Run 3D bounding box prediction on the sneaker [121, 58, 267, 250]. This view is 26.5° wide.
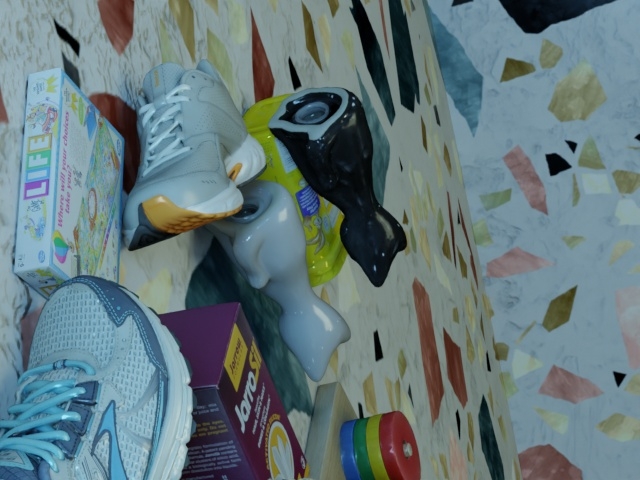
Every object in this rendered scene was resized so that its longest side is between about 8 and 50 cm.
[{"bbox_3d":[-0.118,-0.077,1.086,0.262,0.099,0.121,-75,144,-74],"label":"sneaker"}]

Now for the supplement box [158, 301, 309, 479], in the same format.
[{"bbox_3d":[-0.078,0.155,1.072,0.104,0.081,0.188,-78,154,-53],"label":"supplement box"}]

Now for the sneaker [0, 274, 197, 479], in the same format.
[{"bbox_3d":[-0.147,0.134,0.795,0.122,0.110,0.283,41,36,-49],"label":"sneaker"}]

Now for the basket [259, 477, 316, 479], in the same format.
[{"bbox_3d":[0.025,0.269,0.886,0.213,0.299,0.223,-43,137,-18],"label":"basket"}]

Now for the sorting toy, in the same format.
[{"bbox_3d":[0.071,0.317,1.449,0.257,0.089,0.255,-77,147,-55],"label":"sorting toy"}]

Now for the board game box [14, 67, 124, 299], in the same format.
[{"bbox_3d":[-0.172,-0.028,0.949,0.103,0.026,0.154,55,29,-58],"label":"board game box"}]

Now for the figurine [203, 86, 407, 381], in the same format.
[{"bbox_3d":[0.000,0.000,1.298,0.215,0.092,0.209,-56,133,-33],"label":"figurine"}]

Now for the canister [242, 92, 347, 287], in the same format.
[{"bbox_3d":[-0.030,-0.052,1.401,0.126,0.073,0.170,-67,143,-61],"label":"canister"}]
